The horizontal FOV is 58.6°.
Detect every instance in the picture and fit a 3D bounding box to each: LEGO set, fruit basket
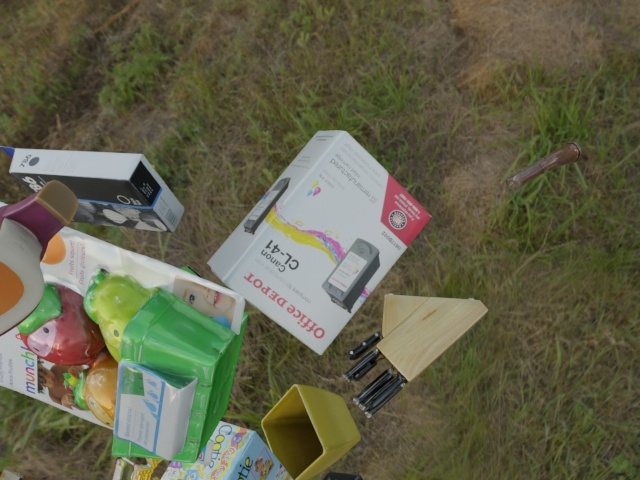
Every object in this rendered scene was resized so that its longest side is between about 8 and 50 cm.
[{"bbox_3d":[-0.445,0.571,1.475,0.107,0.132,0.287,9,63,37],"label":"LEGO set"},{"bbox_3d":[-0.287,0.143,0.743,0.353,0.327,0.165,17,30,1],"label":"fruit basket"}]

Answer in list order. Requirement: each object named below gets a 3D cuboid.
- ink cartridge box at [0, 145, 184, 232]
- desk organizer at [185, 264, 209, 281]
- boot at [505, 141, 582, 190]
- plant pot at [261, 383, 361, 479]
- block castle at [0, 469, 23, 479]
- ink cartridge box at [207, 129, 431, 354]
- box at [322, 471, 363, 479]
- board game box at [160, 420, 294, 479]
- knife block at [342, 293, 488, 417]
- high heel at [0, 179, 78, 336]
[{"bbox_3d":[-0.434,-0.094,1.055,0.333,0.165,0.065,6,61,22],"label":"ink cartridge box"},{"bbox_3d":[-0.264,0.113,1.283,0.130,0.050,0.047,41,70,-9],"label":"desk organizer"},{"bbox_3d":[0.390,-0.128,1.010,0.114,0.106,0.037,-26,84,-8],"label":"boot"},{"bbox_3d":[-0.014,0.554,1.651,0.212,0.187,0.212,-52,50,30],"label":"plant pot"},{"bbox_3d":[-0.902,0.726,1.279,0.303,0.213,0.453,22,44,-17],"label":"block castle"},{"bbox_3d":[0.000,0.000,0.959,0.306,0.226,0.131,-52,23,-6],"label":"ink cartridge box"},{"bbox_3d":[0.016,0.518,0.740,0.073,0.293,0.295,-19,13,45],"label":"box"},{"bbox_3d":[-0.161,0.492,1.129,0.142,0.275,0.144,4,46,33],"label":"board game box"},{"bbox_3d":[0.186,0.234,1.136,0.276,0.088,0.242,3,73,8],"label":"knife block"},{"bbox_3d":[-0.291,0.033,0.473,0.117,0.082,0.244,-33,30,15],"label":"high heel"}]
